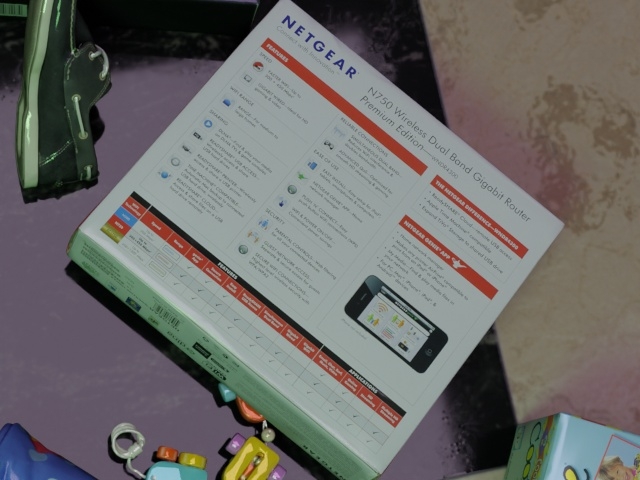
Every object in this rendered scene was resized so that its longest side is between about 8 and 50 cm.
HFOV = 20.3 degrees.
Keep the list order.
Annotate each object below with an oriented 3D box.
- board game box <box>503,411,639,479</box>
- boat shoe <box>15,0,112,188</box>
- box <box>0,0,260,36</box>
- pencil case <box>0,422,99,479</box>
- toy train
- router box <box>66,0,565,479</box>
[{"bbox_3d":[0.304,0.262,1.584,0.275,0.142,0.144,18,78,-6],"label":"board game box"},{"bbox_3d":[-0.221,-0.153,1.560,0.079,0.084,0.233,0,121,-15],"label":"boat shoe"},{"bbox_3d":[-0.186,-0.295,1.629,0.261,0.103,0.184,3,77,-8],"label":"box"},{"bbox_3d":[-0.181,0.283,1.513,0.306,0.119,0.133,33,60,-2],"label":"pencil case"},{"bbox_3d":[-0.099,0.177,1.587,0.166,0.046,0.125,-25,83,-16],"label":"toy train"},{"bbox_3d":[0.000,0.000,1.591,0.335,0.082,0.301,40,67,0],"label":"router box"}]
